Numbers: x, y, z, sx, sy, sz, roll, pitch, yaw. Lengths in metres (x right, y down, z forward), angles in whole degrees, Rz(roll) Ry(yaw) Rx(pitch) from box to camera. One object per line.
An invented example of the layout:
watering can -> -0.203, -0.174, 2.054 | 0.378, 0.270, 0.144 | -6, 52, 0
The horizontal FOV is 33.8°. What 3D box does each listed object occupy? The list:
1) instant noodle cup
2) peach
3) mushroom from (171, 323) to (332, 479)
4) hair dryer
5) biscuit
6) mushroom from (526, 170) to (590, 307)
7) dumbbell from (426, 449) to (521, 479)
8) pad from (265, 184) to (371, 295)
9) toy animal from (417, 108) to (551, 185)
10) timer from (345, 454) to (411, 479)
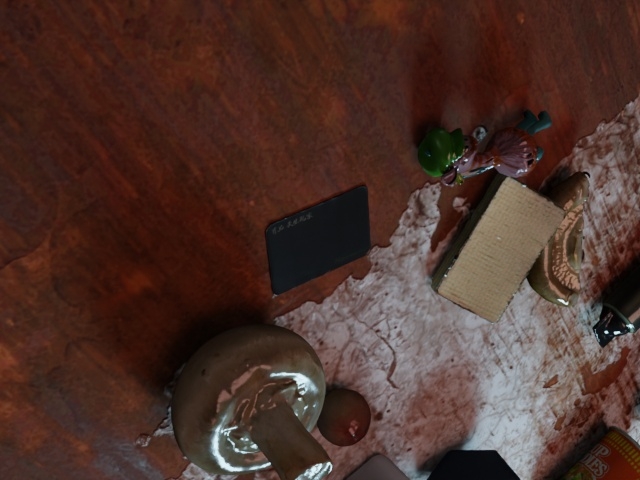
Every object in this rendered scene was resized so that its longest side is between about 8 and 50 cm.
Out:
instant noodle cup -> 0.518, 0.482, 1.955 | 0.212, 0.193, 0.193 | -35, 133, -6
peach -> 0.034, 0.251, 1.490 | 0.083, 0.083, 0.083 | -19, 127, -28
mushroom -> -0.070, 0.217, 1.290 | 0.207, 0.215, 0.207 | -24, 137, -25
hair dryer -> 0.569, 0.144, 1.855 | 0.195, 0.078, 0.248 | -44, 140, -6
biscuit -> 0.254, 0.011, 1.514 | 0.121, 0.040, 0.199 | 27, 101, -23
mushroom -> 0.352, -0.001, 1.583 | 0.094, 0.072, 0.210 | -9, 108, -28
dumbbell -> 0.260, 0.501, 1.764 | 0.144, 0.160, 0.325 | -18, 127, -15
pad -> 0.000, 0.000, 1.358 | 0.157, 0.003, 0.112 | -24, 128, -25
toy animal -> 0.223, -0.118, 1.414 | 0.208, 0.100, 0.103 | -18, 165, -32
timer -> 0.102, 0.482, 1.601 | 0.194, 0.195, 0.192 | -37, 133, -13
